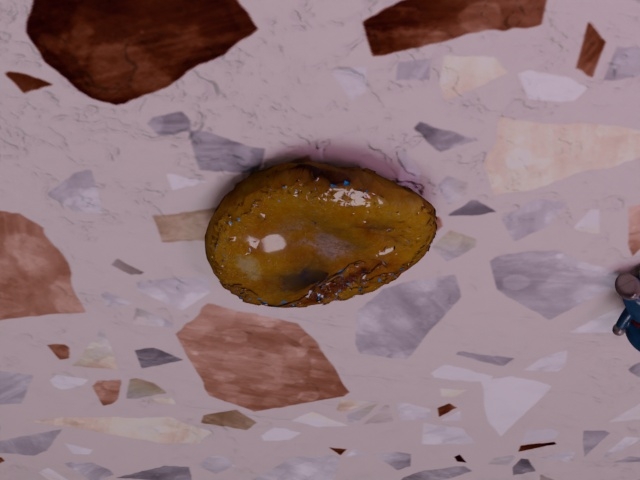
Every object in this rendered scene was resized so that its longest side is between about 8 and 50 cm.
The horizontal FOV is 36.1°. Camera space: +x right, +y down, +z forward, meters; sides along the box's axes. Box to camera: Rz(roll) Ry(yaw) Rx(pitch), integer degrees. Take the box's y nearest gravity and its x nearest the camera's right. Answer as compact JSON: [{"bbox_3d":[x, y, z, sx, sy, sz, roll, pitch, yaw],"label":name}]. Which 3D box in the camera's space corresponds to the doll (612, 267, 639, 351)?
[{"bbox_3d":[0.432,0.095,1.268,0.114,0.085,0.152,-27,128,14],"label":"doll"}]

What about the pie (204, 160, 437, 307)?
[{"bbox_3d":[0.001,-0.001,1.122,0.273,0.069,0.273,0,144,0],"label":"pie"}]
